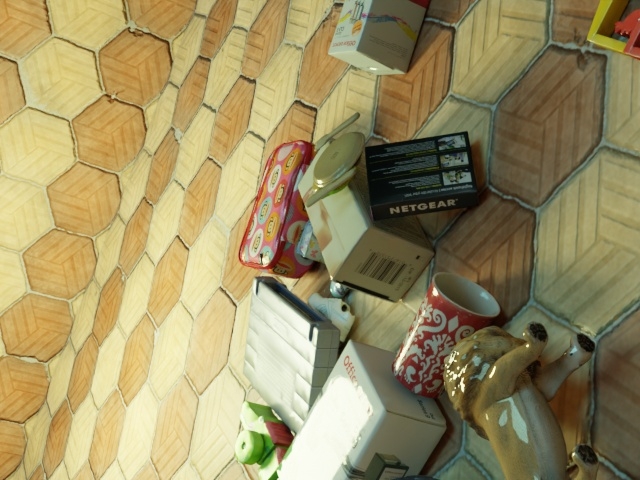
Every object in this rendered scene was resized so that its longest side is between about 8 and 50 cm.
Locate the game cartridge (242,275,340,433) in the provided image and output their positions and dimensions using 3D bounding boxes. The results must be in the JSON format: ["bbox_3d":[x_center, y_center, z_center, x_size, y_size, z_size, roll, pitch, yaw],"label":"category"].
[{"bbox_3d":[-0.062,0.225,1.908,0.355,0.068,0.230,-148,58,-62],"label":"game cartridge"}]

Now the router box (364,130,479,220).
[{"bbox_3d":[0.167,-0.109,1.634,0.046,0.179,0.133,72,-167,-53],"label":"router box"}]

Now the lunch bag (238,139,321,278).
[{"bbox_3d":[-0.072,-0.067,2.115,0.258,0.120,0.293,4,75,66],"label":"lunch bag"}]

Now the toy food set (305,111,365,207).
[{"bbox_3d":[0.035,-0.136,1.722,0.132,0.038,0.192,-33,30,31],"label":"toy food set"}]

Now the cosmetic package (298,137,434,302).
[{"bbox_3d":[0.075,-0.041,1.774,0.129,0.153,0.296,-56,30,26],"label":"cosmetic package"}]

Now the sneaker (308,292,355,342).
[{"bbox_3d":[0.026,0.136,1.874,0.061,0.054,0.152,-53,34,7],"label":"sneaker"}]

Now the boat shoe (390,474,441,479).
[{"bbox_3d":[0.187,0.388,1.357,0.285,0.092,0.102,5,78,63],"label":"boat shoe"}]

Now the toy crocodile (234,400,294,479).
[{"bbox_3d":[-0.074,0.421,1.805,0.105,0.115,0.340,-53,34,21],"label":"toy crocodile"}]

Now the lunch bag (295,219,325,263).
[{"bbox_3d":[0.000,0.000,1.974,0.053,0.071,0.083,23,93,61],"label":"lunch bag"}]

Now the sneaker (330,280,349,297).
[{"bbox_3d":[0.047,0.057,1.893,0.069,0.038,0.098,-40,50,43],"label":"sneaker"}]

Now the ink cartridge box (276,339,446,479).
[{"bbox_3d":[0.059,0.339,1.589,0.289,0.122,0.211,-63,25,18],"label":"ink cartridge box"}]

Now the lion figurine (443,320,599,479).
[{"bbox_3d":[0.272,0.259,1.237,0.240,0.142,0.392,-55,35,44],"label":"lion figurine"}]

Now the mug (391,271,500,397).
[{"bbox_3d":[0.196,0.147,1.513,0.113,0.150,0.169,37,115,24],"label":"mug"}]

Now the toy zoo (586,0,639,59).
[{"bbox_3d":[0.477,-0.340,1.342,0.192,0.030,0.293,-65,27,12],"label":"toy zoo"}]

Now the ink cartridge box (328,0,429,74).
[{"bbox_3d":[0.118,-0.435,1.966,0.128,0.127,0.176,14,87,63],"label":"ink cartridge box"}]
